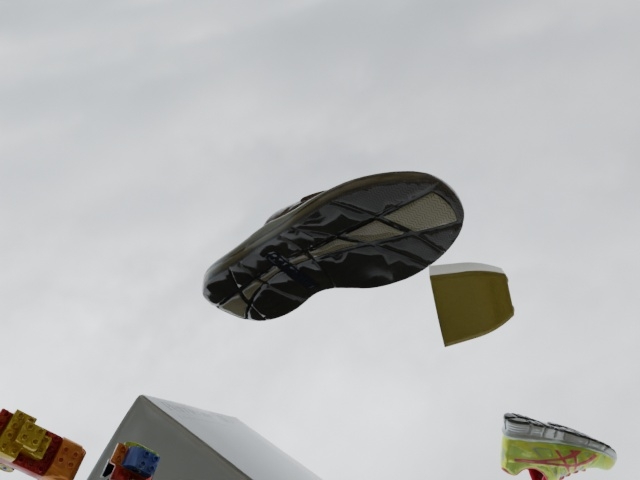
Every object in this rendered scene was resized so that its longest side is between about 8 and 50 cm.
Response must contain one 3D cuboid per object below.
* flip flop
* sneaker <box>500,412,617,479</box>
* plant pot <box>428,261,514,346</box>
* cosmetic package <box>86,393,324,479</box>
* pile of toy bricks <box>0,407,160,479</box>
[{"bbox_3d":[0.000,0.000,0.621,0.277,0.112,0.080,-26,-146,36],"label":"flip flop"},{"bbox_3d":[0.344,0.320,0.991,0.209,0.094,0.081,18,175,-19],"label":"sneaker"},{"bbox_3d":[0.171,0.066,0.757,0.083,0.081,0.081,-11,-175,10],"label":"plant pot"},{"bbox_3d":[-0.020,0.355,0.703,0.453,0.230,0.161,26,-98,28],"label":"cosmetic package"},{"bbox_3d":[-0.132,0.191,0.462,0.105,0.212,0.118,-37,-153,39],"label":"pile of toy bricks"}]
